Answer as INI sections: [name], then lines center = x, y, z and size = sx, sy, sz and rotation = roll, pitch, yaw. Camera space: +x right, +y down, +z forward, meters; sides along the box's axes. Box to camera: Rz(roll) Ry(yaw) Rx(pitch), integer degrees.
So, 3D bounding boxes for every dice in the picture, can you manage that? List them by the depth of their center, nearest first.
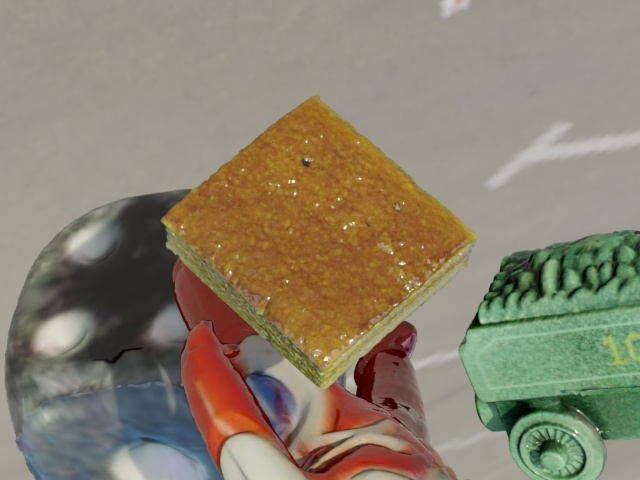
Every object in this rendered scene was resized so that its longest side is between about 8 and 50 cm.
[dice]
center = -0.091, 0.084, 1.069
size = 0.182, 0.183, 0.181
rotation = -4, 135, 16

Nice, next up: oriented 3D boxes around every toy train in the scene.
[toy train]
center = 0.132, 0.040, 0.618
size = 0.172, 0.099, 0.070
rotation = -9, -153, 31

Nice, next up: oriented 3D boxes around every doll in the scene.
[doll]
center = 0.018, 0.114, 0.727
size = 0.188, 0.384, 0.099
rotation = 29, 108, -24

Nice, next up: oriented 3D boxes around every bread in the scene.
[bread]
center = 0.000, 0.000, 0.652
size = 0.090, 0.094, 0.035
rotation = -42, 164, -22
